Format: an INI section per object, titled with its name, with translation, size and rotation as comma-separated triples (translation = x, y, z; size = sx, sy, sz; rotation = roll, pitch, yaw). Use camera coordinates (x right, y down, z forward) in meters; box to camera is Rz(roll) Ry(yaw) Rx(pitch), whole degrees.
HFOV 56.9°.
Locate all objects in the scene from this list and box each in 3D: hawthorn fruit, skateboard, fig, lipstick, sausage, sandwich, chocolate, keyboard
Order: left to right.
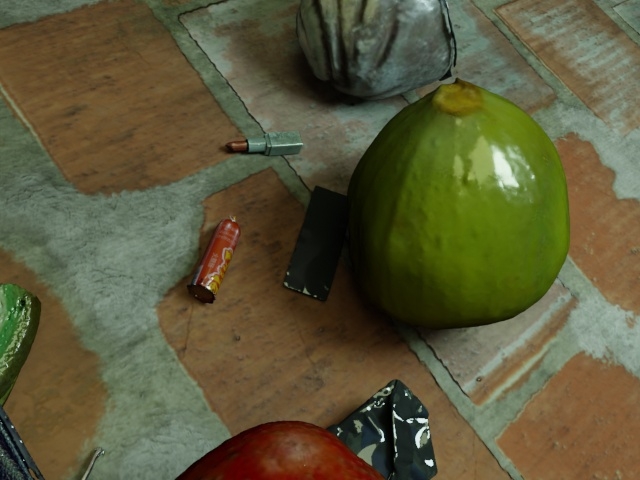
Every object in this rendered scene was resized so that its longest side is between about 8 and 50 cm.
[sandwich]
translation = -0.435, 0.129, 0.707
size = 0.159, 0.109, 0.185
rotation = 18, 60, -9
[skateboard]
translation = -0.251, 0.296, 0.723
size = 0.083, 0.032, 0.064
rotation = 21, 50, -2
[sausage]
translation = -0.151, 0.021, 0.882
size = 0.050, 0.048, 0.145
rotation = 45, 47, -35
[hawthorn fruit]
translation = -0.064, 0.323, 0.564
size = 0.307, 0.265, 0.265
rotation = -12, 67, -34
[lipstick]
translation = -0.097, -0.162, 0.998
size = 0.129, 0.030, 0.030
rotation = -7, 66, -19
[keyboard]
translation = 0.000, 0.001, 0.954
size = 0.074, 0.015, 0.197
rotation = 18, 60, -3
[chocolate]
translation = 0.072, -0.362, 1.032
size = 0.213, 0.303, 0.303
rotation = -30, 74, -3
[fig]
translation = 0.189, -0.048, 0.839
size = 0.343, 0.343, 0.344
rotation = 7, 62, -13

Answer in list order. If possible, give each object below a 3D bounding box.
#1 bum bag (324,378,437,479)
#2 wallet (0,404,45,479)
[bum bag]
translation = 0.022, 0.311, 0.764
size = 0.310, 0.074, 0.137
rotation = -29, 78, -14
[wallet]
translation = -0.427, 0.288, 0.600
size = 0.262, 0.071, 0.221
rotation = -27, 109, -21
